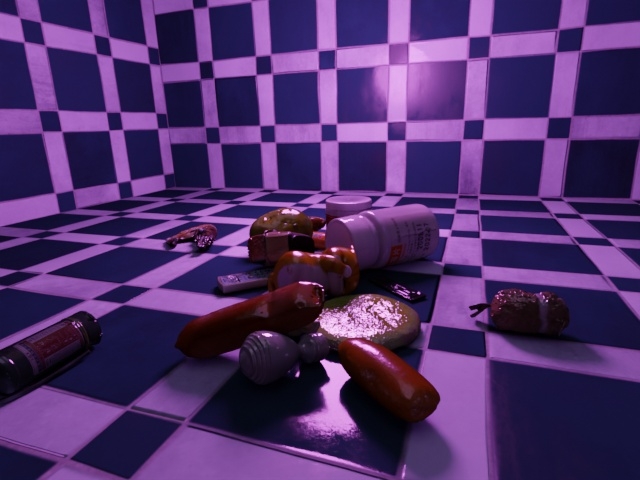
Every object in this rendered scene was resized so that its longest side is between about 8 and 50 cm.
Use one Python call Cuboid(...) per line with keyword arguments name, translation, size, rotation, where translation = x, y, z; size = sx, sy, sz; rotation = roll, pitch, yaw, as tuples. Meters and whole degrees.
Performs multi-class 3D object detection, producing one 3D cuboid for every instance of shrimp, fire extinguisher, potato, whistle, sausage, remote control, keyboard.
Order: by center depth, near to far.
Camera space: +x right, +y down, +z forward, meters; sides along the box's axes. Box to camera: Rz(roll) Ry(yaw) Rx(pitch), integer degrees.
Cuboid(name="sausage", translation=(0.115, 0.251, 0.769), size=(0.098, 0.097, 0.238), rotation=(-10, 20, -28))
Cuboid(name="fire extinguisher", translation=(-0.603, 0.247, 0.853), size=(0.093, 0.118, 0.294), rotation=(-33, 2, 25))
Cuboid(name="sausage", translation=(-0.150, 0.180, 0.914), size=(0.349, 0.093, 0.097), rotation=(-18, 38, 4))
Cuboid(name="whistle", translation=(-0.076, 0.182, 1.009), size=(0.228, 0.085, 0.105), rotation=(12, 64, 56))
Cuboid(name="keyboard", translation=(0.231, 0.145, 1.269), size=(0.061, 0.013, 0.204), rotation=(-11, 19, -30))
Cuboid(name="remote control", translation=(-0.214, 0.126, 1.339), size=(0.234, 0.038, 0.098), rotation=(-9, 17, -22))
Cuboid(name="potato", translation=(-0.156, -0.035, 1.642), size=(0.254, 0.186, 0.148), rotation=(-1, -28, -10))
Cuboid(name="sausage", translation=(0.000, 0.000, 1.704), size=(0.235, 0.071, 0.071), rotation=(6, 18, 28))
Cuboid(name="shrimp", translation=(-0.569, -0.005, 1.811), size=(0.234, 0.071, 0.365), rotation=(-14, 19, -11))

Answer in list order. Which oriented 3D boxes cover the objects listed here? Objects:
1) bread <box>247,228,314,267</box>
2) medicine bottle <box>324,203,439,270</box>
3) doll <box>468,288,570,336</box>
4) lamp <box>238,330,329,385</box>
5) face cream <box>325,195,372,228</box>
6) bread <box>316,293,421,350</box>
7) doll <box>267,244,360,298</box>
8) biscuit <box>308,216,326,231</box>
Cuboid(name="bread", translation=(-0.147, 0.024, 1.446), size=(0.212, 0.142, 0.224), rotation=(-7, -9, 29))
Cuboid(name="medicine bottle", translation=(0.220, -0.008, 1.460), size=(0.372, 0.210, 0.211), rotation=(-11, 18, -28))
Cuboid(name="doll", translation=(0.476, 0.168, 0.995), size=(0.222, 0.105, 0.115), rotation=(8, 20, 27))
Cuboid(name="lamp", translation=(-0.076, 0.234, 0.849), size=(0.193, 0.106, 0.106), rotation=(1, 12, -35))
Cuboid(name="face cream", translation=(0.123, -0.088, 1.788), size=(0.201, 0.187, 0.201), rotation=(-2, 16, 0))
Cuboid(name="bread", translation=(0.097, 0.200, 1.038), size=(0.302, 0.045, 0.301), rotation=(-4, 15, 1))
Cuboid(name="doll", translation=(-0.006, 0.101, 1.188), size=(0.270, 0.166, 0.162), rotation=(-4, 15, -18))
Cuboid(name="biscuit", translation=(-0.085, -0.056, 1.821), size=(0.226, 0.042, 0.226), rotation=(-11, -11, -2))
